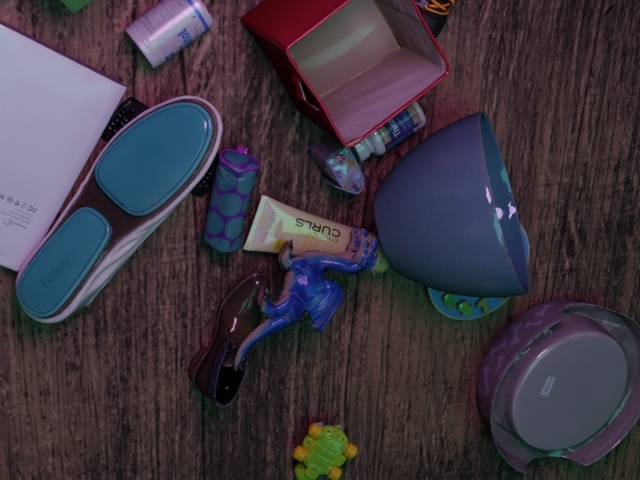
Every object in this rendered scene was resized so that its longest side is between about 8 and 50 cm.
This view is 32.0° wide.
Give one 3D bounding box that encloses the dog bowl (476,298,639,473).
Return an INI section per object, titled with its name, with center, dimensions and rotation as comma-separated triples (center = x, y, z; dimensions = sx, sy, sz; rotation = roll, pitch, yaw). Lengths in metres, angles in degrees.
[dog bowl]
center = 0.444, 0.264, 2.069
dimensions = 0.349, 0.102, 0.348
rotation = -9, 115, -20

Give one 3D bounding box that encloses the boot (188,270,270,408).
[boot]
center = -0.126, 0.160, 1.761
dimensions = 0.082, 0.106, 0.219
rotation = 22, 102, -30

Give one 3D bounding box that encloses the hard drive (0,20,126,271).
[hard drive]
center = -0.430, -0.125, 1.535
dimensions = 0.203, 0.040, 0.307
rotation = 25, 100, -31

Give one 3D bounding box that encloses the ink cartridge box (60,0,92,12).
[ink cartridge box]
center = -0.330, -0.413, 1.376
dimensions = 0.087, 0.153, 0.208
rotation = -22, 129, 31

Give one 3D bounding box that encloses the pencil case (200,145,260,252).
[pencil case]
center = -0.135, -0.060, 1.673
dimensions = 0.065, 0.070, 0.151
rotation = 17, 119, 2

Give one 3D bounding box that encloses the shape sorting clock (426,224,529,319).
[shape sorting clock]
center = 0.275, 0.047, 1.930
dimensions = 0.206, 0.040, 0.206
rotation = -9, 116, -20

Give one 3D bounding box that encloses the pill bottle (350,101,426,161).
[pill bottle]
center = 0.098, -0.175, 1.734
dimensions = 0.120, 0.067, 0.067
rotation = -34, 122, -7

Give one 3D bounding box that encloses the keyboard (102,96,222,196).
[keyboard]
center = -0.216, -0.141, 1.627
dimensions = 0.192, 0.038, 0.100
rotation = 32, 97, -33

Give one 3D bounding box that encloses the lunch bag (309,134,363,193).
[lunch bag]
center = 0.027, -0.112, 1.729
dimensions = 0.053, 0.071, 0.083
rotation = -36, 123, -8

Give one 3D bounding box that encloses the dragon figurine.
[dragon figurine]
center = -0.018, 0.092, 1.706
dimensions = 0.144, 0.085, 0.289
rotation = 28, 81, -7

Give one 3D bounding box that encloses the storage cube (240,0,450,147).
[storage cube]
center = 0.034, -0.278, 1.585
dimensions = 0.215, 0.193, 0.183
rotation = -38, 122, -5

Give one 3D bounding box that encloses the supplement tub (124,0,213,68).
[supplement tub]
center = -0.208, -0.295, 1.541
dimensions = 0.107, 0.071, 0.071
rotation = -38, 122, -4

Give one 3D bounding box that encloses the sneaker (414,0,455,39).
[sneaker]
center = 0.181, -0.390, 1.666
dimensions = 0.084, 0.083, 0.214
rotation = 5, 111, -28

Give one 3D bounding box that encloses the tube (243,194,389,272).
[tube]
center = 0.000, 0.000, 1.777
dimensions = 0.240, 0.062, 0.070
rotation = 15, 63, -24

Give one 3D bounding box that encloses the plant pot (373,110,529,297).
[plant pot]
center = 0.196, -0.036, 1.745
dimensions = 0.196, 0.290, 0.290
rotation = -15, 122, 16

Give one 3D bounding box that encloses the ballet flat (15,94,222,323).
[ballet flat]
center = -0.279, -0.045, 1.595
dimensions = 0.139, 0.139, 0.400
rotation = 37, 99, -32

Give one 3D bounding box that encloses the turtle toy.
[turtle toy]
center = -0.001, 0.370, 1.936
dimensions = 0.095, 0.066, 0.130
rotation = 32, 100, -9
